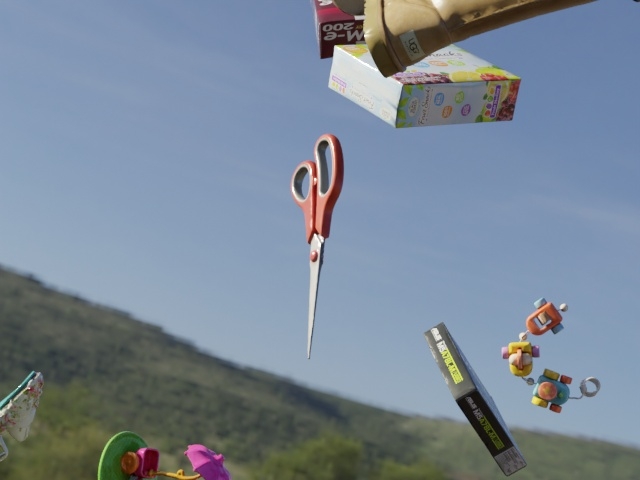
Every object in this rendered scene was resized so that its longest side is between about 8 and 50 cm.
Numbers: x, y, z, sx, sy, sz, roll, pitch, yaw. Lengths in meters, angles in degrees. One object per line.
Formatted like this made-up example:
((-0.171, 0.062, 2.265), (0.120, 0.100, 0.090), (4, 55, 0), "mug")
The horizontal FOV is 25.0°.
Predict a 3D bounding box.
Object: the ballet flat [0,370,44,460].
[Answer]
((-0.518, 0.308, 2.322), (0.077, 0.241, 0.091), (48, 10, -8), "ballet flat")

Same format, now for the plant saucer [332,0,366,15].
((0.041, -0.374, 2.198), (0.083, 0.083, 0.015), (22, -36, -27), "plant saucer")

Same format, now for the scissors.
((0.000, 0.000, 1.852), (0.021, 0.297, 0.109), (19, -39, -31), "scissors")

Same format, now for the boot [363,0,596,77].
((0.182, -0.281, 1.543), (0.269, 0.236, 0.089), (-20, -53, 15), "boot")

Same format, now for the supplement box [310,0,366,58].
((0.051, -0.399, 2.461), (0.130, 0.239, 0.073), (-6, -54, -3), "supplement box")

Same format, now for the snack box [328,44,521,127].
((0.144, -0.220, 2.019), (0.207, 0.070, 0.174), (-5, 27, -32), "snack box")

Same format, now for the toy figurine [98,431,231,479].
((-0.194, 0.335, 1.911), (0.159, 0.173, 0.130), (-8, -17, 28), "toy figurine")

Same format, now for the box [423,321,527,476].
((0.240, 0.247, 2.248), (0.191, 0.045, 0.184), (56, 8, -31), "box")

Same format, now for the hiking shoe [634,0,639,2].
((0.388, -0.318, 1.728), (0.304, 0.113, 0.132), (6, -19, 11), "hiking shoe")

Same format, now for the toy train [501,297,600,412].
((0.344, 0.176, 2.174), (0.125, 0.166, 0.046), (-31, -9, 11), "toy train")
